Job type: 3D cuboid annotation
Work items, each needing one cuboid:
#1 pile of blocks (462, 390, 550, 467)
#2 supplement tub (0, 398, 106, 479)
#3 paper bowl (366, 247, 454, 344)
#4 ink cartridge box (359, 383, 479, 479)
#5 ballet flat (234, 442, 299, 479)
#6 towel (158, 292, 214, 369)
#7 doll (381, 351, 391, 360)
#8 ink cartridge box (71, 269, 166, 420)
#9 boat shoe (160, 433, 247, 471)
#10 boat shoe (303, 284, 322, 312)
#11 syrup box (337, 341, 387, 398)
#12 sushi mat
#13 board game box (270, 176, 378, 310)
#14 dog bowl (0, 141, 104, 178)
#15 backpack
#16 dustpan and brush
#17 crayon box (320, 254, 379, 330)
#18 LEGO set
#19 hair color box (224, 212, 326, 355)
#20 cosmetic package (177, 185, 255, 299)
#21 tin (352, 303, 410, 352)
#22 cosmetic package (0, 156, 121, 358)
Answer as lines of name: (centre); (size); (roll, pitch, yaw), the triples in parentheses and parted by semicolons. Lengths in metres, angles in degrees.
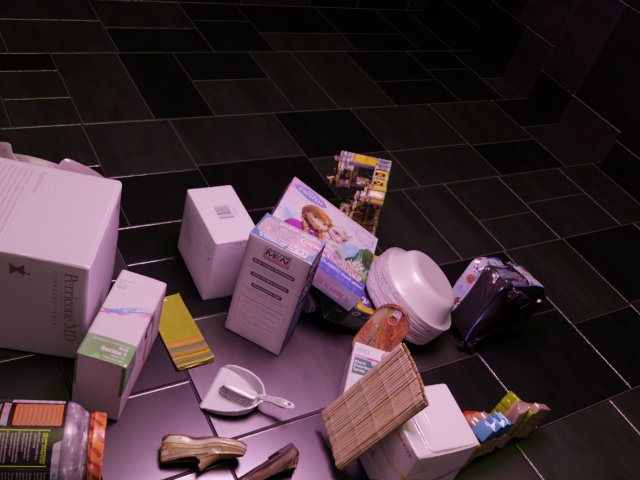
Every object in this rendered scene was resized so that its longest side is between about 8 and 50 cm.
pile of blocks: (0.429, 0.452, 1.746); (0.362, 0.148, 0.112); (-8, 40, -39)
supplement tub: (-0.592, 0.412, 1.359); (0.316, 0.193, 0.193); (6, 41, -15)
paper bowl: (0.272, 0.144, 1.976); (0.284, 0.148, 0.284); (39, 27, -25)
ink cartridge box: (0.217, 0.474, 1.586); (0.168, 0.232, 0.171); (-5, 45, -26)
ballet flat: (-0.137, 0.528, 1.513); (0.250, 0.084, 0.058); (-23, 79, -44)
towel: (-0.368, 0.233, 1.795); (0.102, 0.021, 0.237); (-11, 48, -33)
doll: (0.188, 0.367, 1.747); (0.046, 0.188, 0.129); (-8, 17, 28)
ink cartridge box: (-0.465, 0.238, 1.606); (0.117, 0.201, 0.278); (17, 39, -4)
boat shoe: (-0.260, 0.478, 1.531); (0.190, 0.068, 0.072); (3, 53, -4)
boat shoe: (-0.042, 0.135, 2.017); (0.083, 0.065, 0.183); (-5, 48, -37)
syrup box: (0.101, 0.381, 1.757); (0.093, 0.096, 0.236); (19, 40, 0)
sushi mat: (0.114, 0.376, 1.545); (0.019, 0.316, 0.151); (13, 43, -37)
board game box: (0.000, 0.000, 1.927); (0.319, 0.066, 0.318); (36, 31, -9)
dog bowl: (-0.764, -0.154, 1.865); (0.349, 0.349, 0.102); (13, 78, -8)
backpack: (0.528, 0.179, 2.062); (0.264, 0.276, 0.213); (7, 40, -35)
dustpan and brush: (-0.167, 0.378, 1.676); (0.211, 0.060, 0.147); (22, 39, 3)
crayon box: (0.094, 0.115, 2.029); (0.203, 0.083, 0.322); (22, 35, -26)
LEGO set: (0.099, -0.121, 2.180); (0.192, 0.331, 0.254); (12, 52, 4)
hair color box: (-0.121, 0.118, 1.771); (0.174, 0.347, 0.105); (27, 39, 8)
cosmetic package: (-0.291, 0.005, 1.930); (0.138, 0.224, 0.224); (-9, 47, -29)
tin: (0.164, 0.253, 1.864); (0.106, 0.189, 0.040); (38, 20, 3)
cosmetic package: (-0.712, 0.034, 1.641); (0.394, 0.329, 0.327); (11, 39, -9)
